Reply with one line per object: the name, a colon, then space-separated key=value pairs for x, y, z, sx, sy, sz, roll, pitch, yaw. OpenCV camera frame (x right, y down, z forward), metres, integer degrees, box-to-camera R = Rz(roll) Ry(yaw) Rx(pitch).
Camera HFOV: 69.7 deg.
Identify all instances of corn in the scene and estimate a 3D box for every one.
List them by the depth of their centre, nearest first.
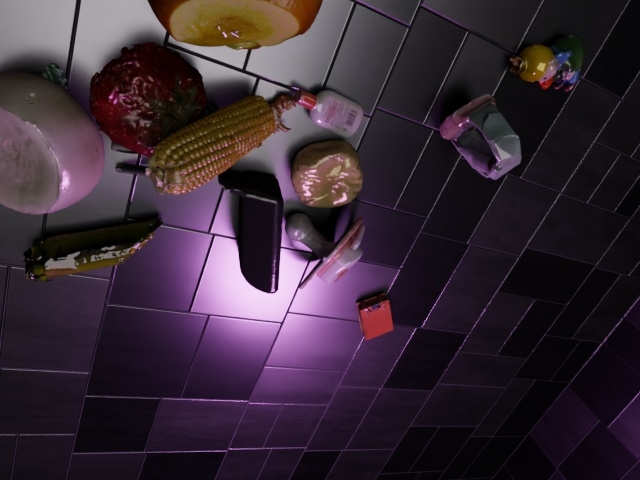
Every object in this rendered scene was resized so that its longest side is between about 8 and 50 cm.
corn: x=-0.256 y=-0.246 z=1.138 sx=0.387 sy=0.143 sz=0.144 roll=-43 pitch=132 yaw=-30

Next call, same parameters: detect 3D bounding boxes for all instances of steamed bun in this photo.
steamed bun: x=-0.665 y=-0.229 z=1.075 sx=0.324 sy=0.206 sz=0.324 roll=7 pitch=126 yaw=10

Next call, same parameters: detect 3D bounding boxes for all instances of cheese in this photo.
cheese: x=0.021 y=-0.200 z=1.432 sx=0.225 sy=0.117 sz=0.214 roll=-18 pitch=129 yaw=-2

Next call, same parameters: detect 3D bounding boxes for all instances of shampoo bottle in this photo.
shampoo bottle: x=0.023 y=-0.379 z=1.332 sx=0.220 sy=0.051 sz=0.108 roll=14 pitch=111 yaw=-36

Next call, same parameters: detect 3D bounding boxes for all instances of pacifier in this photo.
pacifier: x=0.015 y=0.028 z=1.503 sx=0.273 sy=0.221 sz=0.332 roll=15 pitch=138 yaw=-26

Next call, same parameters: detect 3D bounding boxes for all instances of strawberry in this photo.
strawberry: x=-0.430 y=-0.349 z=1.109 sx=0.274 sy=0.220 sz=0.274 roll=-46 pitch=154 yaw=-30

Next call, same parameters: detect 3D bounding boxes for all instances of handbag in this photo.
handbag: x=0.221 y=0.307 z=1.853 sx=0.127 sy=0.063 sz=0.190 roll=-20 pitch=129 yaw=-7

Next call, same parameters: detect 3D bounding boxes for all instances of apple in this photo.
apple: x=-0.176 y=-0.568 z=0.980 sx=0.374 sy=0.374 sz=0.384 roll=34 pitch=100 yaw=-33

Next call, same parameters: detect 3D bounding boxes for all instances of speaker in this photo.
speaker: x=-0.217 y=-0.036 z=1.414 sx=0.184 sy=0.180 sz=0.389 roll=-1 pitch=120 yaw=-11

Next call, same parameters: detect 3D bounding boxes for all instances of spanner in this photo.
spanner: x=-0.406 y=-0.207 z=1.229 sx=0.324 sy=0.040 sz=0.096 roll=7 pitch=123 yaw=10

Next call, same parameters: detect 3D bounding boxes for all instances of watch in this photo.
watch: x=0.507 y=-0.308 z=1.416 sx=0.161 sy=0.253 sz=0.241 roll=-33 pitch=88 yaw=2

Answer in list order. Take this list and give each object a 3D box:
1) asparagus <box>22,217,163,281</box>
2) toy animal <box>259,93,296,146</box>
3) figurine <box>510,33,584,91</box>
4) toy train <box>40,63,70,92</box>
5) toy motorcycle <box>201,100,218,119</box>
asparagus: x=-0.643 y=0.025 z=1.327 sx=0.381 sy=0.129 sz=0.108 roll=-12 pitch=160 yaw=-14
toy animal: x=-0.166 y=-0.334 z=1.315 sx=0.241 sy=0.057 sz=0.099 roll=-27 pitch=119 yaw=0
figurine: x=0.717 y=-0.543 z=1.466 sx=0.234 sy=0.127 sz=0.185 roll=-28 pitch=135 yaw=-14
toy train: x=-0.647 y=-0.385 z=1.117 sx=0.053 sy=0.033 sz=0.083 roll=-13 pitch=124 yaw=-8
toy motorcycle: x=-0.309 y=-0.268 z=1.260 sx=0.082 sy=0.122 sz=0.213 roll=-11 pitch=130 yaw=-52
